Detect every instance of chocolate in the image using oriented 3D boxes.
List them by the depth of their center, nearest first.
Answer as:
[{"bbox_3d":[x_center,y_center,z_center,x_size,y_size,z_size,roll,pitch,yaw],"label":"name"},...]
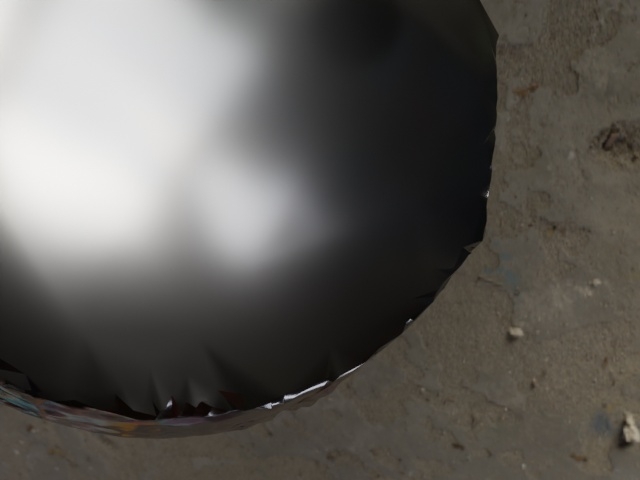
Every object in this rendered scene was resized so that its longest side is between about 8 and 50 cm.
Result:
[{"bbox_3d":[-0.109,-0.052,0.490,0.383,0.384,0.331,36,160,-7],"label":"chocolate"}]
